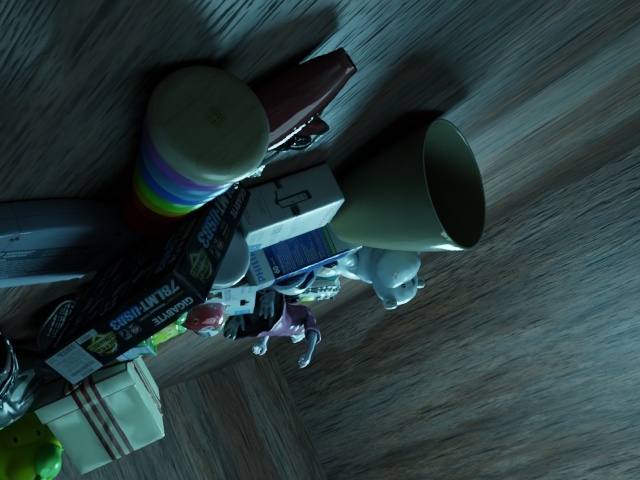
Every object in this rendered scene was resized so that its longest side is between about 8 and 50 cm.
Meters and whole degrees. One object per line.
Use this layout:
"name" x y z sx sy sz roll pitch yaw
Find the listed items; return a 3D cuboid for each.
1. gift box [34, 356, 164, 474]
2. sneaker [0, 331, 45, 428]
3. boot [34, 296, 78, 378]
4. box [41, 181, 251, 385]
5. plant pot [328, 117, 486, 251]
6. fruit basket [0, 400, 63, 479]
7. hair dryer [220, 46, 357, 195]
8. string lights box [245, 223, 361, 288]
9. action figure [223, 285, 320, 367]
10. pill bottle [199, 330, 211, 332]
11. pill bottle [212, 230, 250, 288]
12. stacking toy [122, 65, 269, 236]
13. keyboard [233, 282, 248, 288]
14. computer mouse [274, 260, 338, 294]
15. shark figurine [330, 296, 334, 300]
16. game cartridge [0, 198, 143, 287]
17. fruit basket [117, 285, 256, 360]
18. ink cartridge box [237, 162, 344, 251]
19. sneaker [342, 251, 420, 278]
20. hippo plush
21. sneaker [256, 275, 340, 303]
"gift box" -0.528 0.360 1.619 0.276 0.258 0.255 -27 -152 -12
"sneaker" -0.670 0.276 1.294 0.202 0.185 0.483 -27 171 3
"boot" -0.563 0.182 1.397 0.082 0.106 0.219 15 119 -28
"box" -0.260 0.048 1.016 0.293 0.073 0.295 -30 -155 24
"plant pot" 0.153 -0.085 1.327 0.274 0.257 0.256 -12 178 36
"fruit basket" -0.789 0.483 1.675 0.392 0.283 0.392 -15 179 0
"hair dryer" -0.045 -0.177 0.918 0.223 0.080 0.293 -36 -178 -34
"string lights box" -0.054 0.005 1.461 0.259 0.133 0.077 -20 171 -19
"action figure" -0.124 0.224 1.944 0.248 0.276 0.370 5 174 32
"pill bottle" -0.334 0.226 1.915 0.108 0.108 0.180 -22 168 -12
"pill bottle" -0.217 0.035 1.247 0.117 0.117 0.215 -20 -177 -24
"stacking toy" -0.187 -0.089 0.857 0.141 0.141 0.330 -18 173 -30
"keyboard" -0.265 0.176 2.076 0.072 0.014 0.256 -26 169 -19
"computer mouse" -0.041 0.084 1.525 0.106 0.042 0.193 0 -157 33
"shark figurine" 0.014 0.163 2.334 0.166 0.116 0.278 -23 170 -15
"game cartridge" -0.411 0.006 0.959 0.196 0.060 0.294 -28 168 30
"fruit basket" -0.320 0.171 1.463 0.353 0.165 0.327 -2 164 -9
"ink cartridge box" -0.074 -0.058 1.268 0.203 0.086 0.148 -21 168 -21
"sneaker" 0.199 0.000 2.047 0.322 0.130 0.236 3 135 -39
"hippo plush" 0.122 0.072 1.649 0.234 0.236 0.294 -25 142 -29
"sneaker" -0.076 0.130 2.026 0.275 0.110 0.107 -1 141 -22
